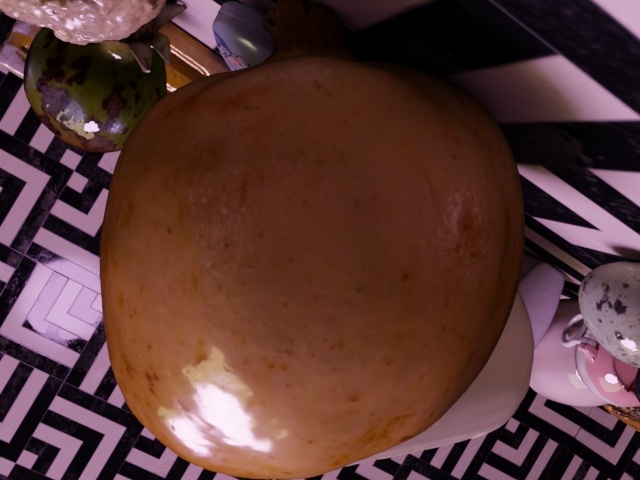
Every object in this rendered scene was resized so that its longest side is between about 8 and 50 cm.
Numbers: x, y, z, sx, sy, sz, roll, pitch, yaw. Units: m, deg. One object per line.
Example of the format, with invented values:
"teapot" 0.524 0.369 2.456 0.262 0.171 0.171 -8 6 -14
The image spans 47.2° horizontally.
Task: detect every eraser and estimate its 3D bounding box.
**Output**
"eraser" 0.200 0.078 1.046 0.095 0.174 0.270 32 179 -28

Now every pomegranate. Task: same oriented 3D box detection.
"pomegranate" -0.006 0.018 0.488 0.307 0.307 0.307 31 179 0
"pomegranate" -0.204 -0.161 0.711 0.169 0.148 0.148 -12 149 40

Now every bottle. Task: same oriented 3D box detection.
"bottle" 0.364 0.148 0.945 0.147 0.147 0.236 31 171 -5

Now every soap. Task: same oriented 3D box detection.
"soap" -0.225 -0.196 0.828 0.232 0.140 0.073 31 179 -28

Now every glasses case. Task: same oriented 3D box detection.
"glasses case" -0.043 -0.146 0.602 0.067 0.045 0.178 30 179 4

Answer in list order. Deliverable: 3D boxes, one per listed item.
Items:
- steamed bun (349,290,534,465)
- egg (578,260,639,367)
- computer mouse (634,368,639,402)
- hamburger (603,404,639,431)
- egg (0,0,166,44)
"steamed bun" 0.007 0.075 0.892 0.371 0.290 0.456 3 -175 -35
"egg" 0.268 0.061 0.619 0.085 0.085 0.110 31 -176 -35
"computer mouse" 0.450 0.184 0.775 0.170 0.100 0.269 4 151 41
"hamburger" 0.501 0.238 1.007 0.131 0.124 0.262 51 169 -32
"egg" -0.134 -0.163 0.369 0.140 0.118 0.116 39 -161 16
